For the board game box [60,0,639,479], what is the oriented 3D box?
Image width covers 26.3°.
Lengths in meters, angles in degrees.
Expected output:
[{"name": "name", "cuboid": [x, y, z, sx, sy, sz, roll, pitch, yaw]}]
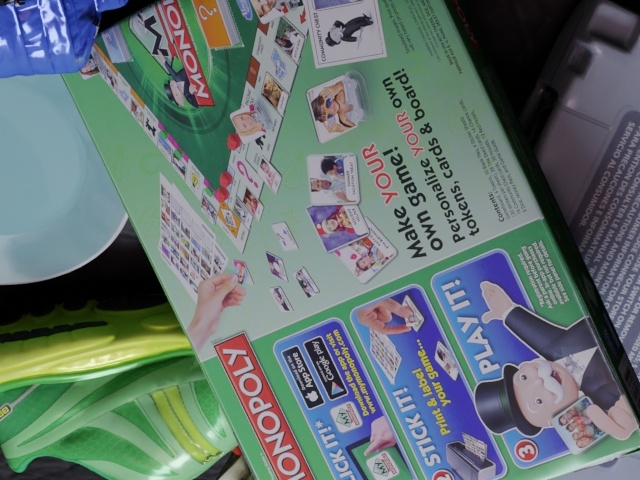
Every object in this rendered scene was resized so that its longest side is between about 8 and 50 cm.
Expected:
[{"name": "board game box", "cuboid": [0.016, -0.002, 0.738, 0.213, 0.046, 0.317, -23, 94, 22]}]

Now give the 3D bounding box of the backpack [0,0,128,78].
[{"name": "backpack", "cuboid": [-0.144, -0.141, 0.689, 0.101, 0.098, 0.120, -1, 132, -4]}]

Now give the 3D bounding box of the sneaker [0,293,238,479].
[{"name": "sneaker", "cuboid": [-0.083, 0.099, 0.895, 0.295, 0.109, 0.123, -3, 112, 15]}]

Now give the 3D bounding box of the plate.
[{"name": "plate", "cuboid": [-0.204, -0.048, 0.825, 0.188, 0.024, 0.188, -1, 131, -1]}]

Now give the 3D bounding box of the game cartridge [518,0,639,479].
[{"name": "game cartridge", "cuboid": [0.175, 0.028, 0.801, 0.196, 0.060, 0.294, 22, 103, -14]}]

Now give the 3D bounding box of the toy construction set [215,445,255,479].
[{"name": "toy construction set", "cuboid": [0.096, 0.169, 0.959, 0.327, 0.151, 0.215, 24, 154, -11]}]
